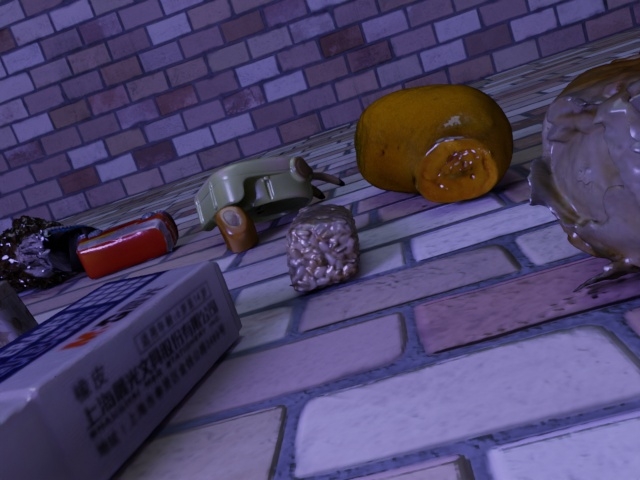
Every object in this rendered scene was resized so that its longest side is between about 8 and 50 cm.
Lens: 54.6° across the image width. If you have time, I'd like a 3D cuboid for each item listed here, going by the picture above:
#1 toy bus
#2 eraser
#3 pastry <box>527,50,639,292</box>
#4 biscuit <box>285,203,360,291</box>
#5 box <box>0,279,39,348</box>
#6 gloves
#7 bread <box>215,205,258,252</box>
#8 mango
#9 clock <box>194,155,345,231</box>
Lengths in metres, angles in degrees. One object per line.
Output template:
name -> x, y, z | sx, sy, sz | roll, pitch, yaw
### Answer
toy bus -> -0.341, 0.009, 1.102 | 0.174, 0.079, 0.077 | -19, 21, -3
eraser -> -0.173, 0.103, 0.447 | 0.124, 0.081, 0.279 | -13, 14, 22
pastry -> 0.306, -0.080, 0.398 | 0.329, 0.136, 0.330 | -17, 11, 4
biscuit -> 0.000, 0.000, 0.664 | 0.082, 0.070, 0.168 | -9, 12, 4
box -> -0.343, 0.097, 0.676 | 0.045, 0.098, 0.062 | -29, 14, 3
gloves -> -0.558, 0.028, 1.194 | 0.312, 0.135, 0.210 | -17, 19, 23
bread -> -0.118, -0.007, 0.920 | 0.049, 0.103, 0.062 | -33, 59, -12
mango -> 0.151, -0.136, 0.855 | 0.187, 0.144, 0.359 | -34, 21, -9
clock -> -0.079, -0.079, 1.012 | 0.232, 0.069, 0.170 | -12, -11, -27
